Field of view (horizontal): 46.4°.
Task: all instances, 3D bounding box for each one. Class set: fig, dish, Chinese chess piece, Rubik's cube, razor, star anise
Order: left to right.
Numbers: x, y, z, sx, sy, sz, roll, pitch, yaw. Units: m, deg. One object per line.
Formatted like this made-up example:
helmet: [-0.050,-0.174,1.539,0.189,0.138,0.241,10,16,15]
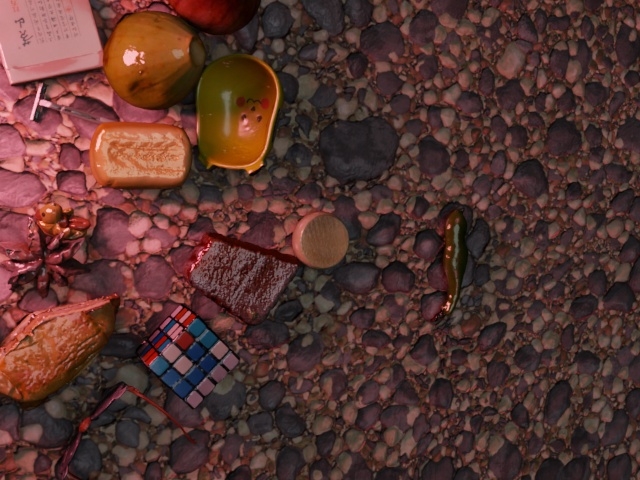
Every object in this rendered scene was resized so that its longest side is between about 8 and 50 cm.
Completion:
star anise: [-0.574,0.039,1.551,0.182,0.065,0.195,-14,120,-9]
razor: [-0.503,-0.267,1.598,0.211,0.036,0.084,15,90,-23]
fig: [-0.345,-0.376,1.550,0.207,0.230,0.207,-3,97,-22]
Rubik's cube: [-0.298,0.256,1.662,0.154,0.155,0.151,-45,111,-13]
fig: [-0.240,-0.555,1.597,0.235,0.214,0.235,-1,91,-52]
dish: [-0.167,-0.279,1.681,0.108,0.221,0.263,-3,100,-63]
Chinese chess piece: [0.000,0.000,1.822,0.144,0.058,0.144,-3,97,-24]

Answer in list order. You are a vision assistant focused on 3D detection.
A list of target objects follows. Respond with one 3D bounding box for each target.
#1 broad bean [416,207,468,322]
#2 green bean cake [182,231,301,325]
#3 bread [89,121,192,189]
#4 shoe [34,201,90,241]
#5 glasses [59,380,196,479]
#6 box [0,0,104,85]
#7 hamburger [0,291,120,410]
broad bean: [0.343,0.069,1.975,0.098,0.056,0.318,15,90,-24]
green bean cake: [-0.187,0.068,1.725,0.232,0.097,0.199,33,82,-22]
bread: [-0.390,-0.183,1.618,0.217,0.098,0.147,2,98,-25]
shoe: [-0.544,-0.039,1.582,0.109,0.072,0.069,42,116,-16]
glasses: [-0.415,0.464,1.649,0.268,0.118,0.234,37,78,-21]
box: [-0.589,-0.518,1.533,0.204,0.051,0.365,-18,101,-21]
hamburger: [-0.562,0.229,1.548,0.282,0.155,0.245,1,97,-27]
